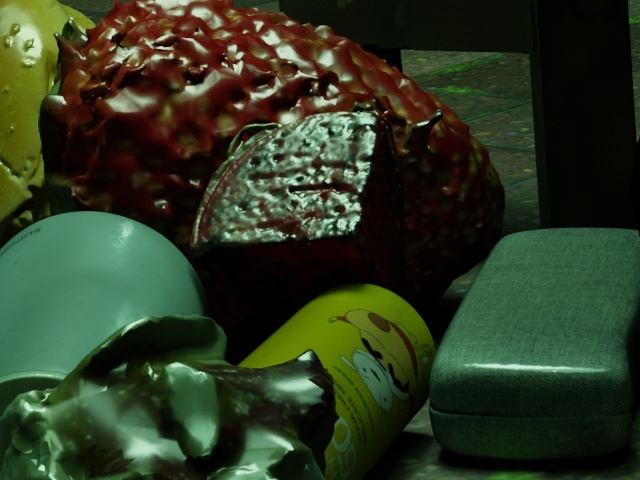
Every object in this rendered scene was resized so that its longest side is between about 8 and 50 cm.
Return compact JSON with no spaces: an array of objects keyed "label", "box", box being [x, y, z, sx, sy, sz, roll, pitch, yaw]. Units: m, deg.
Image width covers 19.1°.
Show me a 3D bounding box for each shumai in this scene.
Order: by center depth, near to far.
[{"label":"shumai","box":[-0.087,0.145,0.804,0.189,0.218,0.256,-9,31,-44]}]

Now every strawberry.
[{"label":"strawberry","box":[-0.039,-0.057,1.430,0.343,0.292,0.292,-5,15,9]}]

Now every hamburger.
[{"label":"hamburger","box":[-0.325,-0.103,1.745,0.314,0.290,0.170,14,-6,43]}]

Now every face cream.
[{"label":"face cream","box":[-0.030,0.124,1.102,0.105,0.105,0.349,0,16,21]}]

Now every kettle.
[{"label":"kettle","box":[-0.180,0.104,1.174,0.210,0.160,0.243,-29,14,11]}]

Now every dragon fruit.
[{"label":"dragon fruit","box":[-0.002,0.000,1.306,0.120,0.161,0.127,0,50,22]}]

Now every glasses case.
[{"label":"glasses case","box":[0.163,0.063,1.311,0.131,0.074,0.323,-2,16,15]}]

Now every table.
[{"label":"table","box":[0.124,-0.126,1.624,0.250,0.282,0.196,3,18,31]}]

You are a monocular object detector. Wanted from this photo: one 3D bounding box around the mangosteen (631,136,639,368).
[{"label":"mangosteen","box":[0.288,-0.002,1.254,0.289,0.231,0.231,-32,27,-30]}]
